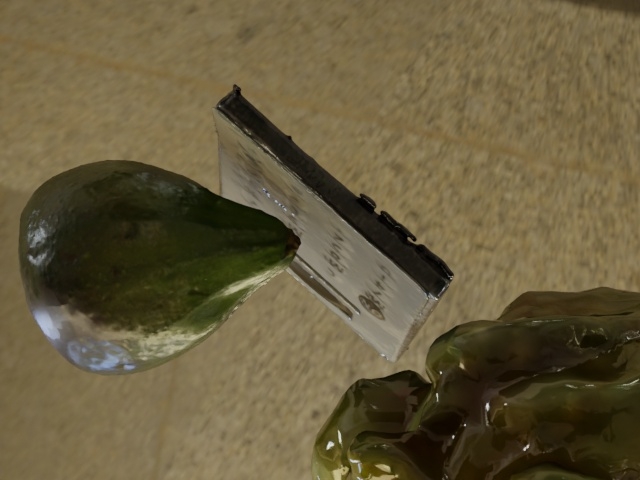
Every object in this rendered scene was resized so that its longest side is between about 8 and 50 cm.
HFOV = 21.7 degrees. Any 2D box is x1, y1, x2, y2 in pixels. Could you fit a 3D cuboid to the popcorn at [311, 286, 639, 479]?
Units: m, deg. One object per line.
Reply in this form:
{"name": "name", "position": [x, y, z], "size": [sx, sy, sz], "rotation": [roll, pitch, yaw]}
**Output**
{"name": "popcorn", "position": [0.151, 0.168, 0.745], "size": [0.321, 0.326, 0.290], "rotation": [-14, -50, -12]}

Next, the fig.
{"name": "fig", "position": [-0.089, 0.007, 0.931], "size": [0.156, 0.123, 0.123], "rotation": [-19, -78, 10]}

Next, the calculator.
{"name": "calculator", "position": [0.000, 0.000, 0.982], "size": [0.161, 0.262, 0.021], "rotation": [41, -101, 7]}
